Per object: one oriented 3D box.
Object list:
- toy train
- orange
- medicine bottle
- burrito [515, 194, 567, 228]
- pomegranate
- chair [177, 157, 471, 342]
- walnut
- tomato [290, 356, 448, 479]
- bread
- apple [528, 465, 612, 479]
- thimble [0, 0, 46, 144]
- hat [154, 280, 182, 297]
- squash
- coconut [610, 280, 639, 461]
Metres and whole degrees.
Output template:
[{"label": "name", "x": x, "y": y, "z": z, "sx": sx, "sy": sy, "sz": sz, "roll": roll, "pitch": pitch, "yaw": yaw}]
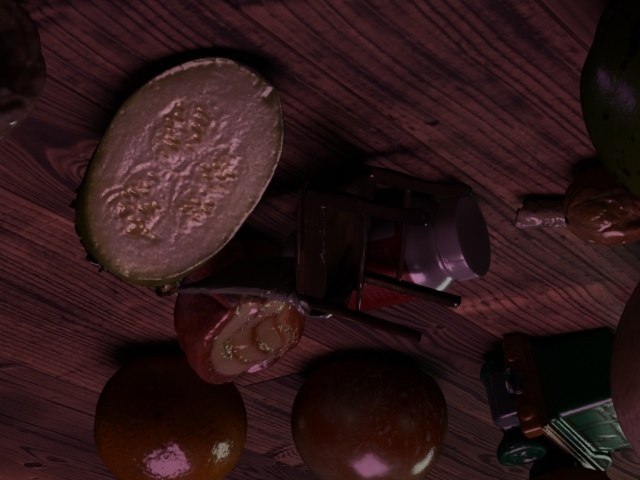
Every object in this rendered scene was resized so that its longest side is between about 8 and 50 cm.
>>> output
[{"label": "toy train", "x": 0.418, "y": 0.275, "z": 2.120, "sx": 0.249, "sy": 0.178, "sz": 0.429, "roll": -22, "pitch": 147, "yaw": 20}, {"label": "orange", "x": -0.248, "y": 0.311, "z": 2.159, "sx": 0.264, "sy": 0.264, "sz": 0.264, "roll": 2, "pitch": 154, "yaw": 1}, {"label": "medicine bottle", "x": 0.083, "y": 0.019, "z": 1.647, "sx": 0.250, "sy": 0.131, "sz": 0.131, "roll": -14, "pitch": 150, "yaw": 29}, {"label": "burrito", "x": 0.337, "y": -0.030, "z": 1.632, "sx": 0.185, "sy": 0.041, "sz": 0.045, "roll": 1, "pitch": 145, "yaw": -3}, {"label": "pomegranate", "x": 0.359, "y": -0.151, "z": 1.176, "sx": 0.254, "sy": 0.254, "sz": 0.271, "roll": 1, "pitch": 129, "yaw": 3}, {"label": "chair", "x": 0.000, "y": 0.000, "z": 1.524, "sx": 0.319, "sy": 0.186, "sz": 0.160, "roll": 12, "pitch": -158, "yaw": 25}, {"label": "walnut", "x": 0.354, "y": -0.041, "z": 1.547, "sx": 0.124, "sy": 0.105, "sz": 0.105, "roll": -4, "pitch": 154, "yaw": 1}, {"label": "tomato", "x": 0.081, "y": 0.327, "z": 2.178, "sx": 0.270, "sy": 0.223, "sz": 0.270, "roll": 3, "pitch": 151, "yaw": 1}, {"label": "bread", "x": -0.113, "y": 0.092, "z": 1.763, "sx": 0.190, "sy": 0.123, "sz": 0.244, "roll": -29, "pitch": 151, "yaw": -6}, {"label": "apple", "x": 0.404, "y": 0.463, "z": 2.094, "sx": 0.209, "sy": 0.164, "sz": 0.209, "roll": -10, "pitch": 147, "yaw": -6}, {"label": "thimble", "x": -0.386, "y": -0.175, "z": 1.224, "sx": 0.229, "sy": 0.196, "sz": 0.148, "roll": 45, "pitch": 135, "yaw": -14}, {"label": "hat", "x": -0.199, "y": 0.042, "z": 1.800, "sx": 0.076, "sy": 0.059, "sz": 0.077, "roll": -11, "pitch": 161, "yaw": -10}, {"label": "squash", "x": -0.160, "y": -0.071, "z": 1.420, "sx": 0.189, "sy": 0.189, "sz": 0.260, "roll": 12, "pitch": 156, "yaw": -20}, {"label": "coconut", "x": 0.554, "y": 0.145, "z": 1.591, "sx": 0.344, "sy": 0.415, "sz": 0.415, "roll": 22, "pitch": 152, "yaw": -2}]
